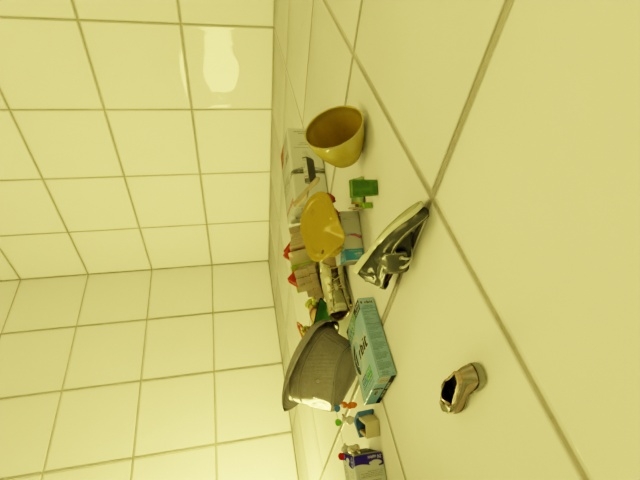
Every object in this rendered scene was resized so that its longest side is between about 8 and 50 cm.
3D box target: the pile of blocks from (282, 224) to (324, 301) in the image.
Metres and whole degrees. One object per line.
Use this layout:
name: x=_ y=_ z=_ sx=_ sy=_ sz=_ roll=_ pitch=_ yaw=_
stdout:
pile of blocks: x=-0.058 y=0.070 z=1.320 sx=0.362 sy=0.112 sz=0.149 roll=-95 pitch=-11 yaw=-59

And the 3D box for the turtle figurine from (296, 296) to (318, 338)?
turtle figurine: x=-0.011 y=0.262 z=1.391 sx=0.217 sy=0.087 sz=0.270 roll=-125 pitch=41 yaw=-60

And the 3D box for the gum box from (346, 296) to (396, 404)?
gum box: x=0.107 y=0.247 z=0.932 sx=0.157 sy=0.041 sz=0.185 roll=100 pitch=163 yaw=-49

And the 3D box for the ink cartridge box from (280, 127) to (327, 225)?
ink cartridge box: x=-0.059 y=-0.207 z=1.401 sx=0.197 sy=0.114 sz=0.273 roll=124 pitch=142 yaw=-70

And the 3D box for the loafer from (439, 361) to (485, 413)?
loafer: x=0.181 y=0.203 z=0.569 sx=0.125 sy=0.039 sz=0.045 roll=100 pitch=161 yaw=-48

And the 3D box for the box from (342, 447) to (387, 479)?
box: x=0.105 y=0.568 z=0.972 sx=0.126 sy=0.072 sz=0.137 roll=111 pitch=152 yaw=-65

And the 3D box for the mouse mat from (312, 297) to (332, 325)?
mouse mat: x=0.008 y=0.259 z=1.189 sx=0.190 sy=0.007 sz=0.153 roll=55 pitch=-135 yaw=-61

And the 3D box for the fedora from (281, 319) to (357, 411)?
fedora: x=0.015 y=0.343 z=1.074 sx=0.124 sy=0.243 sz=0.276 roll=22 pitch=111 yaw=27

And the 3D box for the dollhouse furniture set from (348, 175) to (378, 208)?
dollhouse furniture set: x=0.076 y=-0.106 z=0.928 sx=0.151 sy=0.058 sz=0.076 roll=-167 pitch=74 yaw=-78

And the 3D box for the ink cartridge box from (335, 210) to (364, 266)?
ink cartridge box: x=0.066 y=-0.004 z=1.024 sx=0.088 sy=0.052 sz=0.123 roll=136 pitch=128 yaw=-73

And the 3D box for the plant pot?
plant pot: x=0.043 y=-0.219 z=0.930 sx=0.095 sy=0.134 sz=0.134 roll=60 pitch=-167 yaw=-49

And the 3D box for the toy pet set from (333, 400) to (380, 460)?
toy pet set: x=0.076 y=0.424 z=0.968 sx=0.065 sy=0.114 sz=0.122 roll=176 pitch=91 yaw=-69

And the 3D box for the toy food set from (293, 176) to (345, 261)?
toy food set: x=0.014 y=-0.044 z=0.996 sx=0.128 sy=0.071 sz=0.218 roll=-49 pitch=43 yaw=35

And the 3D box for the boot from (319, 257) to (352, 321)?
boot: x=0.041 y=0.111 z=1.121 sx=0.213 sy=0.077 sz=0.165 roll=91 pitch=170 yaw=-57

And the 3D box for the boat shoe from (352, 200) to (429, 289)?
boat shoe: x=0.131 y=0.014 z=0.716 sx=0.079 sy=0.084 sz=0.233 roll=44 pitch=148 yaw=10
